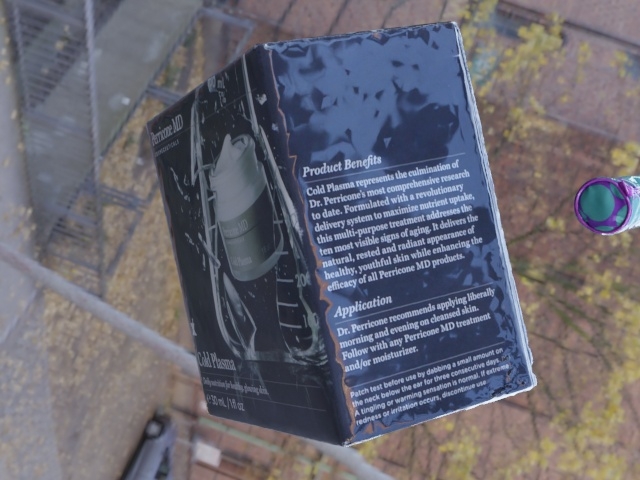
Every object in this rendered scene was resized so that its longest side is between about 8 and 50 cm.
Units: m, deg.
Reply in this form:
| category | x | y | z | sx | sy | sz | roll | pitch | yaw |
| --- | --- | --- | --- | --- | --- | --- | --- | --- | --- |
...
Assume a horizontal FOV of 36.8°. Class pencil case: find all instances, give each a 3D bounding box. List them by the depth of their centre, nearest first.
| category | x | y | z | sx | sy | sz | roll | pitch | yaw |
| --- | --- | --- | --- | --- | --- | --- | --- | --- | --- |
| pencil case | 0.341 | -0.044 | 1.049 | 0.152 | 0.064 | 0.070 | -11 | 160 | -45 |

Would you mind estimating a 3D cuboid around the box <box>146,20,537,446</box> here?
| category | x | y | z | sx | sy | sz | roll | pitch | yaw |
| --- | --- | --- | --- | --- | --- | --- | --- | --- | --- |
| box | 0.000 | 0.000 | 1.335 | 0.480 | 0.297 | 0.471 | -12 | -91 | 64 |
